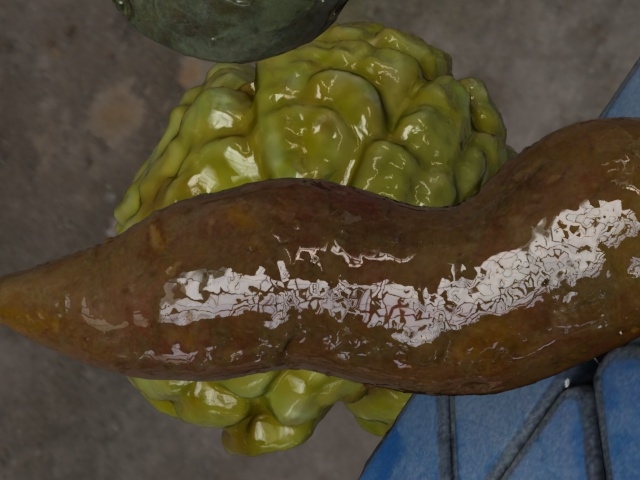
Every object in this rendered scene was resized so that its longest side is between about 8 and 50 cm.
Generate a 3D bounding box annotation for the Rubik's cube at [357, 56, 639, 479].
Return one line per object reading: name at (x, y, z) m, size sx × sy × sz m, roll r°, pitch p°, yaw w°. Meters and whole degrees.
Rubik's cube at (0.075, 0.068, 0.455) m, size 0.211 × 0.178 × 0.190 m, roll 62°, pitch 24°, yaw -9°

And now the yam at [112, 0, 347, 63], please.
yam at (-0.006, -0.102, 0.375) m, size 0.069 × 0.070 × 0.146 m, roll -16°, pitch 159°, yaw -33°

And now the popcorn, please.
popcorn at (0.000, 0.000, 0.904) m, size 0.270 × 0.224 × 0.258 m, roll -24°, pitch 146°, yaw -32°

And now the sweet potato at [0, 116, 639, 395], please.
sweet potato at (0.016, 0.011, 0.388) m, size 0.218 × 0.051 × 0.065 m, roll -10°, pitch 91°, yaw 6°
